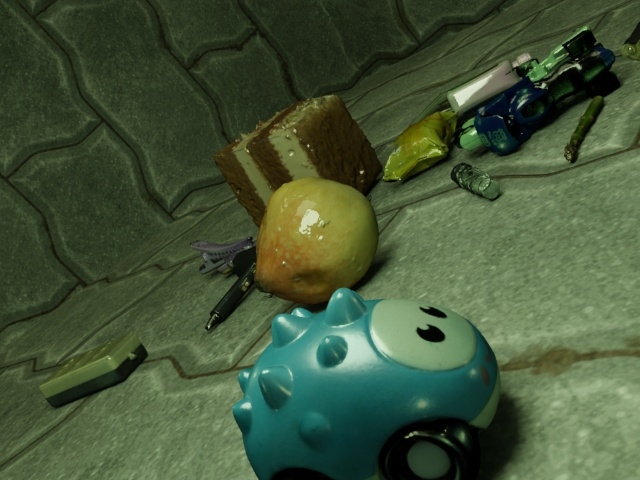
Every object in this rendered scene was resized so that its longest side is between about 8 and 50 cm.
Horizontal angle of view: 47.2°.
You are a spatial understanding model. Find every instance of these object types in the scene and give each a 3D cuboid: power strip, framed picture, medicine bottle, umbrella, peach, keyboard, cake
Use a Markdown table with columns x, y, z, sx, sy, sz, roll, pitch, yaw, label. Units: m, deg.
| x | y | z | sx | sy | sz | roll | pitch | yaw | label |
| --- | --- | --- | --- | --- | --- | --- | --- | --- | --- |
| -0.486 | 0.276 | 1.572 | 0.256 | 0.070 | 0.105 | -23 | 17 | 30 | power strip |
| 0.376 | -0.406 | 2.122 | 0.217 | 0.017 | 0.274 | -20 | 19 | 43 | framed picture |
| 0.422 | -0.382 | 1.800 | 0.219 | 0.078 | 0.115 | -27 | -3 | 17 | medicine bottle |
| 0.266 | -0.106 | 1.284 | 0.046 | 0.050 | 0.188 | -53 | 12 | 10 | umbrella |
| -0.021 | 0.005 | 1.215 | 0.232 | 0.232 | 0.232 | -30 | 14 | 9 | peach |
| 0.371 | -0.292 | 1.730 | 0.230 | 0.025 | 0.093 | -20 | 17 | 41 | keyboard |
| -0.048 | -0.183 | 1.749 | 0.290 | 0.282 | 0.256 | -19 | 22 | 37 | cake |

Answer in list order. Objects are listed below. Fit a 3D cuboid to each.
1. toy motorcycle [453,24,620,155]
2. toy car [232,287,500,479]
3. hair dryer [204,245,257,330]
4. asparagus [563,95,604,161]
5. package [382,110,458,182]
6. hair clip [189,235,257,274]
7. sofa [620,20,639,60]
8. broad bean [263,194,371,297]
| x | y | z | sx | sy | sz | roll | pitch | yaw | label |
| --- | --- | --- | --- | --- | --- | --- | --- | --- | --- |
| 0.405 | -0.268 | 1.406 | 0.331 | 0.125 | 0.196 | -33 | 16 | 13 | toy motorcycle |
| 0.033 | 0.137 | 0.686 | 0.255 | 0.190 | 0.188 | -24 | 15 | 23 | toy car |
| -0.177 | 0.099 | 1.533 | 0.128 | 0.070 | 0.255 | -18 | 25 | 47 | hair dryer |
| 0.444 | -0.190 | 1.239 | 0.024 | 0.025 | 0.248 | 23 | 41 | 19 | asparagus |
| 0.226 | -0.214 | 1.645 | 0.168 | 0.090 | 0.226 | -27 | 17 | 29 | package |
| -0.218 | 0.033 | 1.805 | 0.137 | 0.090 | 0.278 | -27 | 16 | -38 | hair clip |
| 0.616 | -0.310 | 1.079 | 0.200 | 0.182 | 0.258 | -51 | 15 | -2 | sofa |
| 0.006 | -0.001 | 1.476 | 0.318 | 0.056 | 0.098 | -42 | 17 | -27 | broad bean |
